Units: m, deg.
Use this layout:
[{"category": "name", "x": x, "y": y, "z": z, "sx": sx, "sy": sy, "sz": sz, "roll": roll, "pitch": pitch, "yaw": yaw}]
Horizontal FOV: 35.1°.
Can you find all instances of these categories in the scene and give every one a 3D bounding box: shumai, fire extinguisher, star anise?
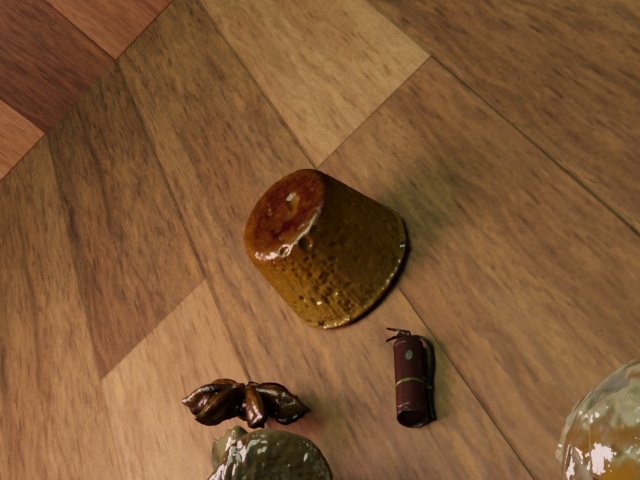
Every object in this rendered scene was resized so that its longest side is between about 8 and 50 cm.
[{"category": "shumai", "x": -0.063, "y": 0.298, "z": 1.164, "sx": 0.153, "sy": 0.161, "sz": 0.209, "roll": -90, "pitch": 12, "yaw": -79}, {"category": "fire extinguisher", "x": 0.105, "y": 0.152, "z": 1.180, "sx": 0.056, "sy": 0.039, "sz": 0.132, "roll": -4, "pitch": 46, "yaw": 5}, {"category": "star anise", "x": -0.092, "y": 0.203, "z": 1.264, "sx": 0.168, "sy": 0.168, "sz": 0.057, "roll": -5, "pitch": 80, "yaw": 46}]

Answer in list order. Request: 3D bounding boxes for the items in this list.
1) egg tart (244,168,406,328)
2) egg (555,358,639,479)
[{"category": "egg tart", "x": 0.000, "y": 0.000, "z": 1.348, "sx": 0.203, "sy": 0.147, "sz": 0.202, "roll": -27, "pitch": 41, "yaw": 26}, {"category": "egg", "x": 0.305, "y": 0.180, "z": 0.799, "sx": 0.233, "sy": 0.195, "sz": 0.195, "roll": -1, "pitch": 56, "yaw": 33}]
